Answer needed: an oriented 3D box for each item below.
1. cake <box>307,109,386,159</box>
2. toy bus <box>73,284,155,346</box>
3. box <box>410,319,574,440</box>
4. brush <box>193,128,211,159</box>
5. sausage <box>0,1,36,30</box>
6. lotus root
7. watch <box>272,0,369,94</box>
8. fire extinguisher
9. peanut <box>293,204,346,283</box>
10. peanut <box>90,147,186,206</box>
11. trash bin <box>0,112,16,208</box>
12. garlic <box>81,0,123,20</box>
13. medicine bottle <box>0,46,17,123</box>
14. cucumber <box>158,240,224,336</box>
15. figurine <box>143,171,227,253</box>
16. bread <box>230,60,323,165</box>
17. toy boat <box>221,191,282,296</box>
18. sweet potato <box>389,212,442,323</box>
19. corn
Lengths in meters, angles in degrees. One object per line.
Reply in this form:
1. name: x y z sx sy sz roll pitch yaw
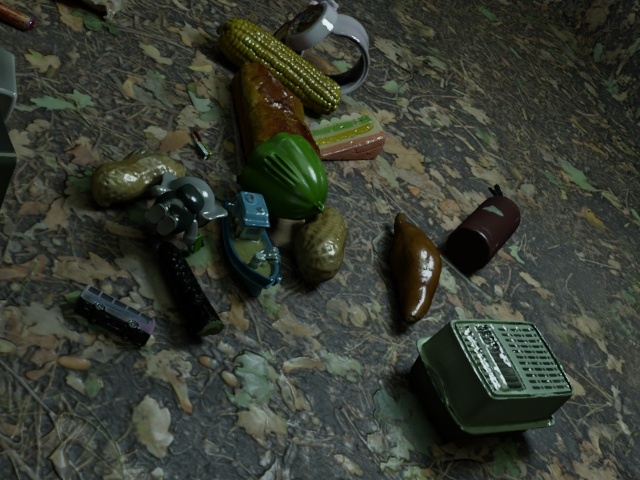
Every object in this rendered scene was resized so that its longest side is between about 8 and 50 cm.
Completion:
1. cake: 0.064 -0.265 2.125 0.225 0.090 0.109 -7 57 -44
2. toy bus: -0.331 0.121 1.370 0.131 0.037 0.052 29 30 -8
3. box: 0.329 0.270 1.646 0.290 0.166 0.220 6 45 -37
4. brush: -0.262 -0.210 1.836 0.021 0.019 0.083 -10 56 -35
5. sausage: -0.664 -0.481 1.798 0.129 0.034 0.034 25 36 -15
6. lotus root: -0.050 -0.105 1.730 0.186 0.186 0.186 23 36 -18
7. watch: 0.005 -0.508 2.282 0.231 0.244 0.196 42 31 -33
8. fire extinguisher: 0.423 -0.043 2.139 0.135 0.114 0.337 60 35 -3
9. peanut: 0.000 0.000 1.746 0.108 0.095 0.226 32 34 -13
10. peanut: -0.347 -0.119 1.601 0.099 0.099 0.214 46 42 15
11. trash bin: -0.612 -0.112 1.292 0.240 0.164 0.122 -1 49 -41
12. garlic: -0.560 -0.629 2.002 0.228 0.110 0.217 33 31 -4
13. medicine bottle: -0.639 -0.314 1.572 0.132 0.088 0.188 11 41 -32
14. cucumber: -0.236 0.082 1.481 0.052 0.058 0.214 -23 56 -19
15. figurine: -0.253 -0.062 1.557 0.147 0.126 0.192 42 26 0
16. bread: -0.100 -0.279 1.982 0.185 0.109 0.380 14 38 -28
17. toy boat: -0.127 0.002 1.633 0.109 0.098 0.238 8 43 -30
18. sweet potato: 0.209 0.050 1.860 0.112 0.112 0.359 20 34 -22
19. corn: -0.106 -0.440 2.160 0.363 0.120 0.120 34 34 -6
